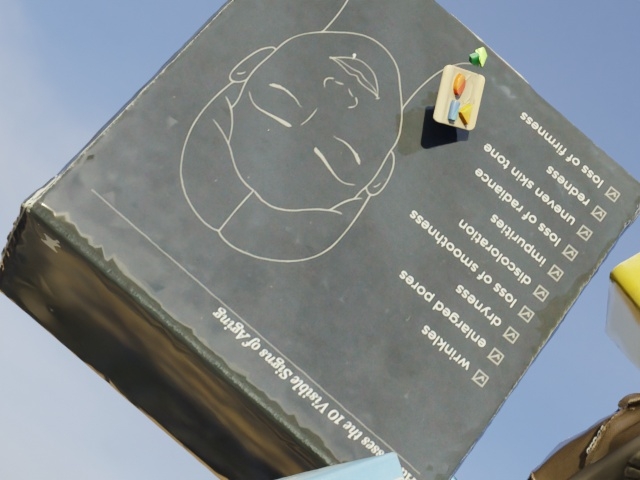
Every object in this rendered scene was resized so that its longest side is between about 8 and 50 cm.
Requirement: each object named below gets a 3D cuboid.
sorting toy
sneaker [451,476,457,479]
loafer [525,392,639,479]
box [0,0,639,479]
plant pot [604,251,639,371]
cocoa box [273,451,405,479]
[{"bbox_3d":[0.142,-0.153,1.344,0.012,0.083,0.062,16,5,42],"label":"sorting toy"},{"bbox_3d":[0.106,0.302,1.762,0.190,0.083,0.071,47,-63,8],"label":"sneaker"},{"bbox_3d":[0.272,0.154,1.044,0.134,0.130,0.366,36,-40,-16],"label":"loafer"},{"bbox_3d":[0.000,0.000,1.453,0.480,0.471,0.297,42,-27,-3],"label":"box"},{"bbox_3d":[0.427,0.087,1.359,0.187,0.212,0.212,60,-2,23],"label":"plant pot"},{"bbox_3d":[-0.095,0.319,1.038,0.347,0.231,0.227,-25,-100,47],"label":"cocoa box"}]
